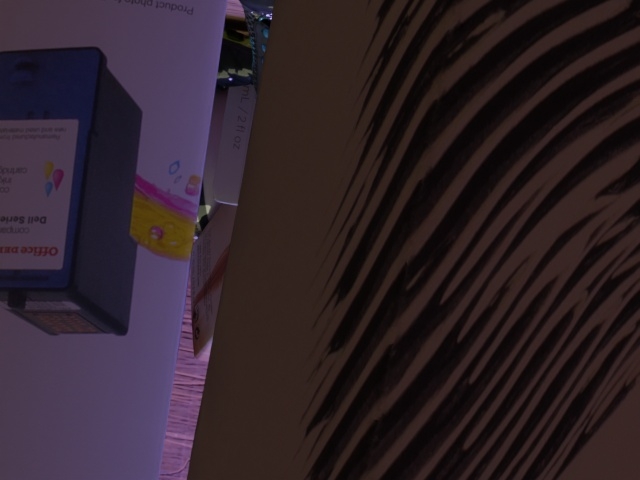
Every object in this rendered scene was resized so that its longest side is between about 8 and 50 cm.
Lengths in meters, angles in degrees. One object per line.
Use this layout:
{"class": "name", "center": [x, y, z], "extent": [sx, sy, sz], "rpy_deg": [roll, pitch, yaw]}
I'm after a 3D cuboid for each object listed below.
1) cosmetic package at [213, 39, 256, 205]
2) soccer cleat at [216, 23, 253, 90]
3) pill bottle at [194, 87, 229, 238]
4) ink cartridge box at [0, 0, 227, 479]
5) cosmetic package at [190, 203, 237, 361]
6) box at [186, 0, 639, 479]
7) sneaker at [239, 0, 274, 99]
{"class": "cosmetic package", "center": [0.053, -0.062, 1.010], "extent": [0.231, 0.117, 0.085], "rpy_deg": [9, -178, 16]}
{"class": "soccer cleat", "center": [-0.103, -0.109, 0.963], "extent": [0.179, 0.072, 0.060], "rpy_deg": [10, -179, 18]}
{"class": "pill bottle", "center": [-0.149, -0.077, 1.467], "extent": [0.265, 0.153, 0.153], "rpy_deg": [-1, 180, 7]}
{"class": "ink cartridge box", "center": [-0.087, -0.028, 0.511], "extent": [0.093, 0.212, 0.154], "rpy_deg": [9, -179, -7]}
{"class": "cosmetic package", "center": [0.000, 0.000, 1.327], "extent": [0.153, 0.129, 0.296], "rpy_deg": [8, 148, -21]}
{"class": "box", "center": [0.038, 0.028, 0.374], "extent": [0.113, 0.275, 0.094], "rpy_deg": [9, 180, -29]}
{"class": "sneaker", "center": [-0.004, -0.085, 0.652], "extent": [0.065, 0.076, 0.166], "rpy_deg": [9, -179, 9]}
